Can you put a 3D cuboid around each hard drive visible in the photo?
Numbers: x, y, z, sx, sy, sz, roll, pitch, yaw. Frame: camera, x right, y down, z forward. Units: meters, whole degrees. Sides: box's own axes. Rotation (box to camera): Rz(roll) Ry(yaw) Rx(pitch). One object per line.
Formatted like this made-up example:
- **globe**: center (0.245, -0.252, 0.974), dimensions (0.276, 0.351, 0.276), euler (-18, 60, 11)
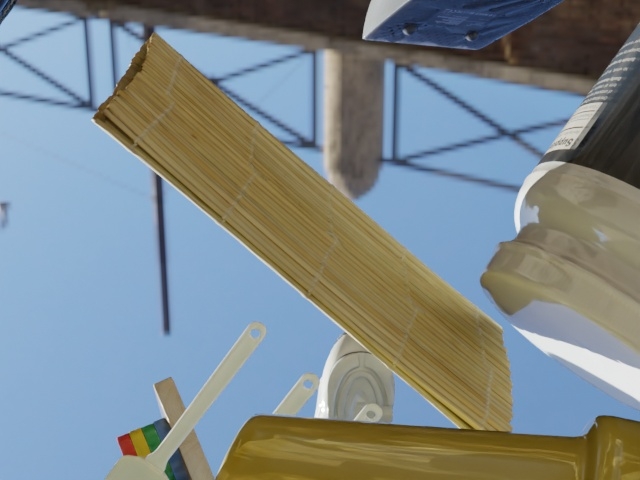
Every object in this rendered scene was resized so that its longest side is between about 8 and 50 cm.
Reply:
- **hard drive**: center (0.169, -0.257, 1.327), dimensions (0.172, 0.054, 0.254), euler (-1, 164, -34)

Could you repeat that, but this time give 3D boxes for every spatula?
- **spatula**: center (-0.074, 0.196, 1.174), dimensions (0.168, 0.242, 0.019), euler (37, -168, -3)

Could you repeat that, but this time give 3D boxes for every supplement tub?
- **supplement tub**: center (0.248, -0.036, 0.895), dimensions (0.191, 0.191, 0.272), euler (27, -103, 44)

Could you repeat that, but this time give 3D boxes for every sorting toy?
- **sorting toy**: center (-0.160, 0.330, 1.622), dimensions (0.089, 0.257, 0.255), euler (-21, -116, -11)

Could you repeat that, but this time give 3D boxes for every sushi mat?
- **sushi mat**: center (0.000, 0.000, 0.852), dimensions (0.316, 0.019, 0.151), euler (40, -159, -11)

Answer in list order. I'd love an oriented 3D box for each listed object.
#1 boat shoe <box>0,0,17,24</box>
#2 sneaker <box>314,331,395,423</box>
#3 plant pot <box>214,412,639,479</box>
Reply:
- **boat shoe**: center (-0.135, -0.170, 0.713), dimensions (0.079, 0.233, 0.084), euler (15, -129, -35)
- **sneaker**: center (0.027, 0.209, 1.396), dimensions (0.090, 0.235, 0.095), euler (8, -165, -13)
- **plant pot**: center (0.059, 0.189, 0.640), dimensions (0.239, 0.254, 0.254), euler (15, -153, 7)
